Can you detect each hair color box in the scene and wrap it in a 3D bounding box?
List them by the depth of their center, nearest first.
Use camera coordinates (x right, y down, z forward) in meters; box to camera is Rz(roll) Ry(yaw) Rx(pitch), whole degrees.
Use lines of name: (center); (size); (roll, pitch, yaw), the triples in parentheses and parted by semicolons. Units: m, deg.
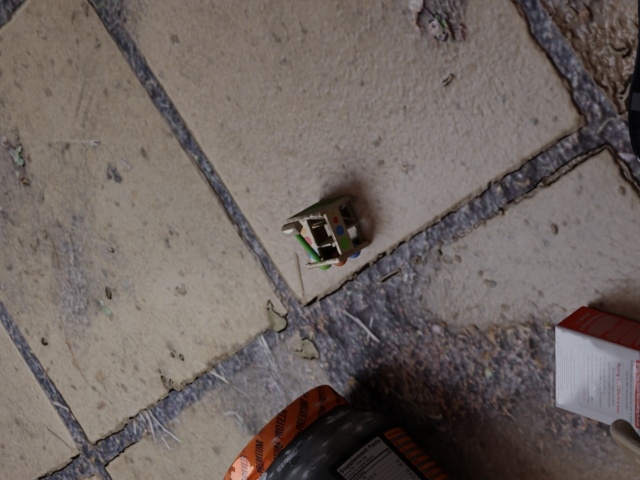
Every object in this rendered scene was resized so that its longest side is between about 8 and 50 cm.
hair color box: (0.302, 0.130, 1.672); (0.167, 0.053, 0.093); (18, 124, 37)

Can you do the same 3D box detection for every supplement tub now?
supplement tub: (0.068, 0.324, 1.883); (0.338, 0.207, 0.207); (44, 135, 16)

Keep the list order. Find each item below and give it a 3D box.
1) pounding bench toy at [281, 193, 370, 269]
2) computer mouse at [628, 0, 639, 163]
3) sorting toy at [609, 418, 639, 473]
pounding bench toy: (0.000, 0.000, 1.857); (0.052, 0.083, 0.065); (-13, 102, 45)
computer mouse: (0.339, -0.173, 1.472); (0.184, 0.060, 0.262); (7, 105, 45)
sorting toy: (0.353, 0.257, 1.595); (0.193, 0.038, 0.208); (52, 179, -21)
